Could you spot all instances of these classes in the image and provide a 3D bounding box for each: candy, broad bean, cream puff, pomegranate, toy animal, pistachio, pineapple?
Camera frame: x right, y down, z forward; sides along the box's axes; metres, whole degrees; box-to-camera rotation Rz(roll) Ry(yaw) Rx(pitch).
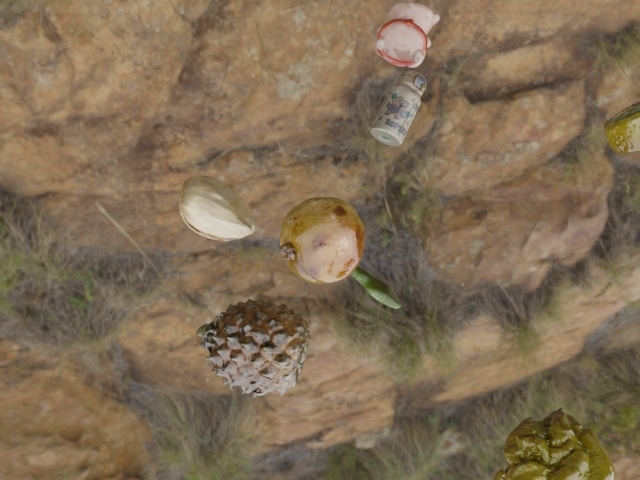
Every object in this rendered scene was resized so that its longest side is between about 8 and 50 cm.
[{"bbox_3d":[0.845,-0.306,1.648,0.260,0.118,0.260,-30,-177,2],"label":"candy"},{"bbox_3d":[0.167,0.148,2.416,0.067,0.325,0.075,-57,172,15],"label":"broad bean"},{"bbox_3d":[0.621,0.613,1.814,0.325,0.257,0.291,-25,156,19],"label":"cream puff"},{"bbox_3d":[0.000,0.000,1.599,0.215,0.215,0.215,-10,151,-6],"label":"pomegranate"},{"bbox_3d":[0.247,-0.595,1.916,0.171,0.197,0.171,18,153,10],"label":"toy animal"},{"bbox_3d":[-0.288,-0.081,1.812,0.230,0.157,0.157,32,136,-11],"label":"pistachio"},{"bbox_3d":[-0.118,0.177,1.110,0.193,0.166,0.166,14,152,9],"label":"pineapple"}]

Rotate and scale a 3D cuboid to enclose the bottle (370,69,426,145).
[{"bbox_3d":[0.225,-0.373,1.818,0.097,0.209,0.110,30,170,-28],"label":"bottle"}]
